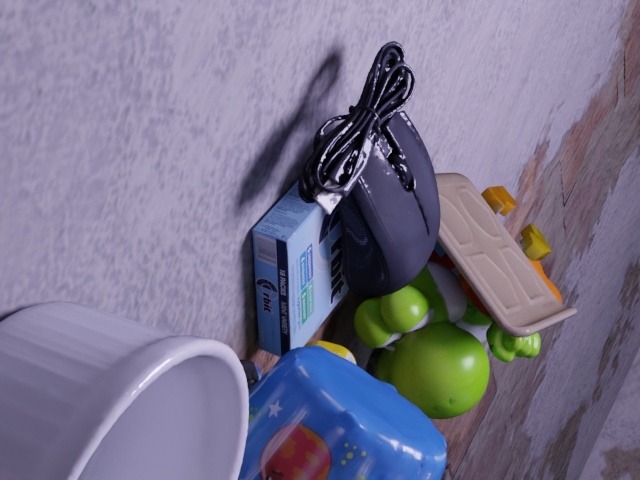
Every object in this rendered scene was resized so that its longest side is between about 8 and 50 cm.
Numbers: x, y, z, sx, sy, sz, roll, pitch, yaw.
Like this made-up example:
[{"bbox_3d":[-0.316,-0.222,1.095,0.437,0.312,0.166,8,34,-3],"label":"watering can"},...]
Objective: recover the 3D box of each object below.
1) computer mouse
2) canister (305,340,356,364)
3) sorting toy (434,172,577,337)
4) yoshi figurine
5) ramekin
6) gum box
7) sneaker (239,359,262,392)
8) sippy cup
[{"bbox_3d":[0.066,-0.035,1.377,0.188,0.072,0.272,-59,154,-28],"label":"computer mouse"},{"bbox_3d":[-0.013,0.188,1.448,0.170,0.073,0.126,-66,170,-67],"label":"canister"},{"bbox_3d":[0.197,0.011,1.667,0.041,0.229,0.307,-44,166,21],"label":"sorting toy"},{"bbox_3d":[0.156,0.113,1.688,0.362,0.203,0.203,-9,125,-62],"label":"yoshi figurine"},{"bbox_3d":[-0.177,0.176,1.024,0.277,0.135,0.277,-50,153,-39],"label":"ramekin"},{"bbox_3d":[0.000,0.000,1.407,0.184,0.041,0.157,-49,150,-39],"label":"gum box"},{"bbox_3d":[-0.085,0.176,1.369,0.073,0.063,0.162,-68,172,-60],"label":"sneaker"},{"bbox_3d":[-0.015,0.221,1.239,0.224,0.240,0.305,-55,148,10],"label":"sippy cup"}]
